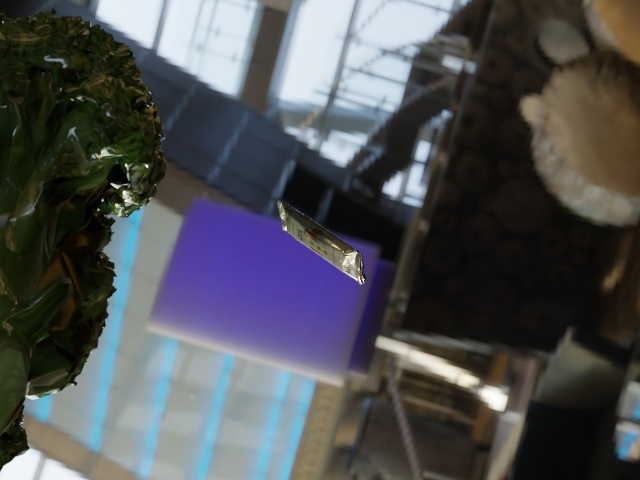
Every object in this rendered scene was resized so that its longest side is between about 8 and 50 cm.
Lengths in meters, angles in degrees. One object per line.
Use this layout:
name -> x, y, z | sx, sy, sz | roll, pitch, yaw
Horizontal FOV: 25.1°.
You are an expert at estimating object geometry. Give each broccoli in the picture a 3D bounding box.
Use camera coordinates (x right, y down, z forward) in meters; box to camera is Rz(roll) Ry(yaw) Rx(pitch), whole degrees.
broccoli -> -0.284, 0.007, 0.939 | 0.413, 0.321, 0.310 | -47, 9, 3

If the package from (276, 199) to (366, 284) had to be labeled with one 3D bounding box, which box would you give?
package -> 0.000, 0.000, 1.259 | 0.015, 0.110, 0.037 | -31, -44, -28
